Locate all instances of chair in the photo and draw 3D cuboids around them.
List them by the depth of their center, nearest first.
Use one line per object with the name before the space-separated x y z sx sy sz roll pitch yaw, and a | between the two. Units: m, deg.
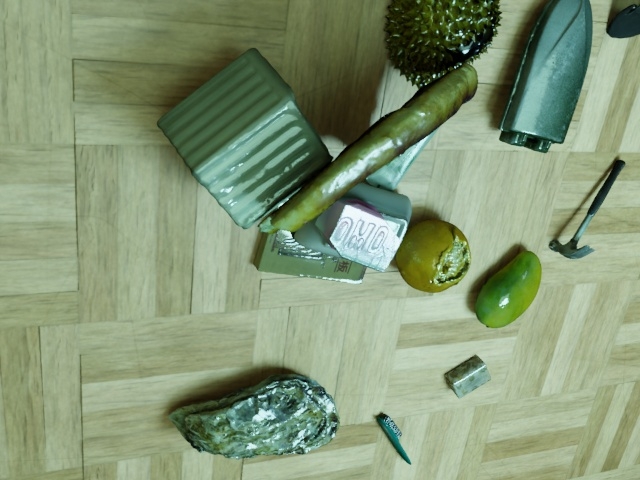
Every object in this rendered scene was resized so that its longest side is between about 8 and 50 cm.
chair | 0.628 -0.502 1.259 0.140 0.221 0.145 -16 78 -14

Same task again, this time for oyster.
oyster | -0.129 0.359 1.363 0.350 0.158 0.162 0 73 -15

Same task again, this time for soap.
soap | 0.066 -0.015 1.171 0.149 0.056 0.100 22 103 -29

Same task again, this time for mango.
mango | 0.426 0.117 1.493 0.191 0.085 0.122 -42 120 3

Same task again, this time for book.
book | 0.000 0.000 1.290 0.230 0.026 0.161 8 111 -26

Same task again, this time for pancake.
pancake | 0.082 -0.133 1.049 0.067 0.305 0.427 50 52 -2

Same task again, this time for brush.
brush | 0.185 0.475 1.602 0.032 0.043 0.193 -44 126 -17

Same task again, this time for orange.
orange | 0.228 0.035 1.341 0.154 0.134 0.155 -9 125 -14

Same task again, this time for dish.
dish | 0.074 -0.027 1.247 0.212 0.077 0.151 14 107 -28

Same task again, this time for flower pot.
flower pot | -0.114 -0.153 1.056 0.189 0.209 0.239 -37 124 -2

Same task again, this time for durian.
durian | 0.222 -0.346 1.142 0.193 0.138 0.237 -30 124 -6

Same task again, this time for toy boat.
toy boat | 0.439 -0.331 1.274 0.141 0.092 0.320 9 104 -26

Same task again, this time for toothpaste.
toothpaste | 0.172 -0.181 1.265 0.064 0.041 0.218 34 102 -21

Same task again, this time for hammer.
hammer | 0.608 -0.069 1.480 0.029 0.103 0.246 29 94 -26

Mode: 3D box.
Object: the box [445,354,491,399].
box | 0.351 0.324 1.591 0.098 0.045 0.062 -31 122 -4
